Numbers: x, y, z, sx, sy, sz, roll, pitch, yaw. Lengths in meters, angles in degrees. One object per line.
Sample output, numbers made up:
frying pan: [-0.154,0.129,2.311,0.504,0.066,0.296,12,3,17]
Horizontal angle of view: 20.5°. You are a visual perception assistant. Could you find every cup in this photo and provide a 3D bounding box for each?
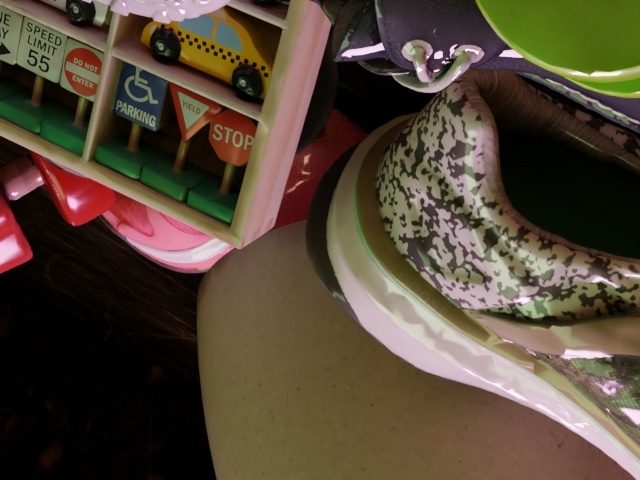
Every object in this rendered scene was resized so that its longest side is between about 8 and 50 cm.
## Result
cup: [0.077,0.156,1.062,0.331,0.237,0.331,5,155,2]

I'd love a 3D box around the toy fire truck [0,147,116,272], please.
toy fire truck: [-0.282,-0.115,1.183,0.254,0.169,0.302,52,168,40]

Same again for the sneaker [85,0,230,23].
sneaker: [-0.127,-0.180,0.748,0.235,0.095,0.090,32,152,-7]

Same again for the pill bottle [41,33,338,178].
pill bottle: [-0.083,-0.090,0.969,0.123,0.123,0.219,34,167,-26]

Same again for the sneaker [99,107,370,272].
sneaker: [-0.055,-0.055,1.166,0.314,0.116,0.136,8,147,45]

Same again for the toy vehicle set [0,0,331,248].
toy vehicle set: [-0.122,-0.124,0.838,0.267,0.166,0.035,25,-152,19]

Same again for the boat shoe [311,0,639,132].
boat shoe: [0.025,-0.109,0.687,0.302,0.091,0.114,30,169,-4]

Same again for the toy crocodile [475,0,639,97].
toy crocodile: [0.021,-0.109,0.492,0.340,0.105,0.115,15,-175,15]

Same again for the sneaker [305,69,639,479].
sneaker: [0.196,0.038,0.852,0.410,0.158,0.182,25,152,-2]
